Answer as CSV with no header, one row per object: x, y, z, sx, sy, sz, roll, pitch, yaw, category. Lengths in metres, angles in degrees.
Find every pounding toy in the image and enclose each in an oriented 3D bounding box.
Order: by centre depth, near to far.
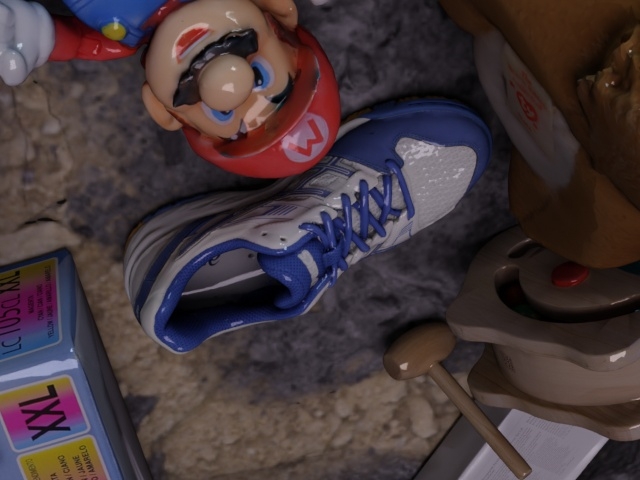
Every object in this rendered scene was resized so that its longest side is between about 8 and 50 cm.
0.191,0.085,1.130,0.154,0.269,0.155,-39,123,-32,pounding toy

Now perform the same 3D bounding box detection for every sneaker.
0.000,0.000,1.075,0.296,0.131,0.112,-27,119,3,sneaker

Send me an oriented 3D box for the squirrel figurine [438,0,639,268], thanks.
0.295,-0.165,0.899,0.370,0.397,0.281,-31,111,-8,squirrel figurine

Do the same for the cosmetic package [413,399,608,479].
0.143,0.209,1.259,0.099,0.060,0.239,26,111,-25,cosmetic package

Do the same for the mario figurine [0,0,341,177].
-0.105,-0.159,0.937,0.320,0.170,0.198,44,138,-20,mario figurine

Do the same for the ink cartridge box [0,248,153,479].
-0.338,0.201,1.115,0.395,0.151,0.270,-15,121,-1,ink cartridge box

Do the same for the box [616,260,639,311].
0.301,0.001,1.173,0.100,0.060,0.244,13,116,-18,box
